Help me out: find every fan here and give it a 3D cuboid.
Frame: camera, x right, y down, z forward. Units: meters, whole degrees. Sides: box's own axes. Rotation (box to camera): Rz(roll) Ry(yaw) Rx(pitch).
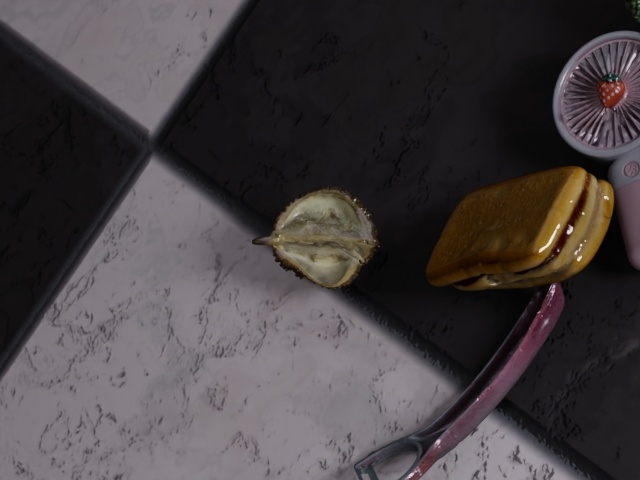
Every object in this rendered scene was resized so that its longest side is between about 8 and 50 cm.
[{"bbox_3d":[0.302,-0.085,1.703,0.130,0.074,0.244,-24,61,26],"label":"fan"}]

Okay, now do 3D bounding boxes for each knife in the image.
[{"bbox_3d":[0.144,0.146,1.732,0.278,0.053,0.123,-46,17,4],"label":"knife"}]

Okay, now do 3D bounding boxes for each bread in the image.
[{"bbox_3d":[0.190,-0.005,1.712,0.200,0.077,0.116,-14,49,58],"label":"bread"}]

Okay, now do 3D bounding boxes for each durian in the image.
[{"bbox_3d":[0.000,0.003,1.887,0.140,0.071,0.110,-2,73,19],"label":"durian"}]

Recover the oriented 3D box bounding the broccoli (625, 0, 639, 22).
[{"bbox_3d":[0.348,-0.275,1.671,0.122,0.204,0.118,-19,55,-10],"label":"broccoli"}]
